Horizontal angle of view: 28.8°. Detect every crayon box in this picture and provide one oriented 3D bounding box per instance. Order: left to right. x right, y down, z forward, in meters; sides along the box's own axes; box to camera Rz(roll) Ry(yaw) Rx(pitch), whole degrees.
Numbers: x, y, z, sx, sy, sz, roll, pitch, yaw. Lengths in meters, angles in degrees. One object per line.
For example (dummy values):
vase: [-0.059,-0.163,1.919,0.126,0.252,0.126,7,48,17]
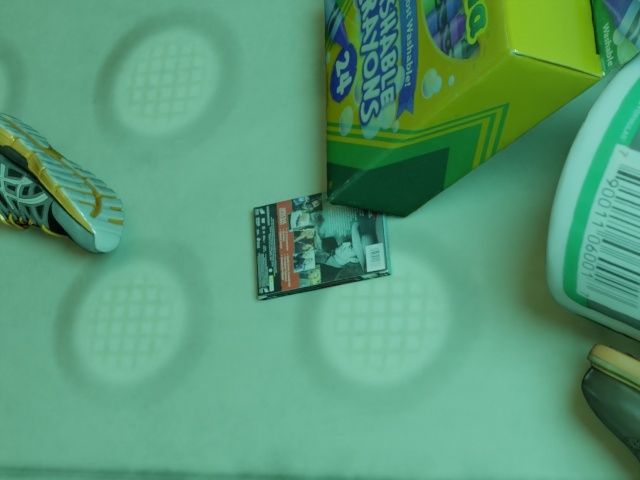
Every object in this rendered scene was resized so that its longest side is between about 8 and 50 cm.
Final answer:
crayon box: [0.108,-0.172,0.947,0.323,0.083,0.203,-36,49,55]

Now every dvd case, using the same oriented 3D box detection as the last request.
dvd case: [0.000,0.000,1.074,0.119,0.013,0.087,-13,66,19]

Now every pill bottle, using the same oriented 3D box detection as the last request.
pill bottle: [0.348,0.017,0.814,0.361,0.204,0.204,24,81,28]

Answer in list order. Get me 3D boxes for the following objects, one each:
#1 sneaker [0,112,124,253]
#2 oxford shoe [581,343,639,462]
sneaker: [-0.264,-0.042,1.169,0.215,0.084,0.083,37,100,33]
oxford shoe: [0.282,0.216,0.812,0.133,0.130,0.364,-47,59,8]
